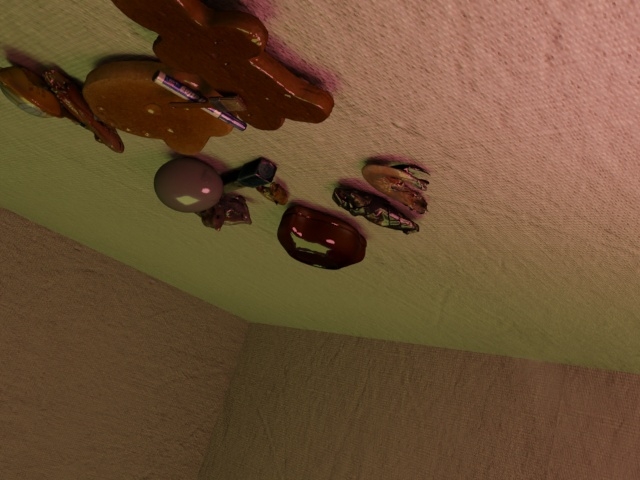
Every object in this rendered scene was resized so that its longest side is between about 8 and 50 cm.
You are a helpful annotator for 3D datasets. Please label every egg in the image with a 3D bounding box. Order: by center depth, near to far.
[{"bbox_3d":[-0.351,-0.146,1.641,0.199,0.146,0.146,14,162,19],"label":"egg"}]

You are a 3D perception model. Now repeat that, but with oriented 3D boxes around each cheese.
[{"bbox_3d":[-0.653,-0.333,1.453,0.177,0.069,0.270,45,-173,25],"label":"cheese"}]

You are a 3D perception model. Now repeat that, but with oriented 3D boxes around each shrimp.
[{"bbox_3d":[0.194,-0.119,1.372,0.219,0.046,0.152,31,161,-34],"label":"shrimp"},{"bbox_3d":[-0.553,-0.300,1.456,0.145,0.061,0.267,54,175,43],"label":"shrimp"},{"bbox_3d":[-0.134,-0.137,1.660,0.095,0.045,0.162,36,171,11],"label":"shrimp"}]

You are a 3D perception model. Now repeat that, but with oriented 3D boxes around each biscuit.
[{"bbox_3d":[-0.167,-0.329,1.047,0.283,0.064,0.432,5,159,48],"label":"biscuit"},{"bbox_3d":[-0.334,-0.285,1.335,0.344,0.057,0.287,3,155,25],"label":"biscuit"}]

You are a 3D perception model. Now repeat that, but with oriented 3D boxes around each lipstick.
[{"bbox_3d":[-0.217,-0.162,1.633,0.051,0.051,0.312,26,163,-29],"label":"lipstick"}]

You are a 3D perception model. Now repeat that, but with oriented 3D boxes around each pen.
[{"bbox_3d":[-0.232,-0.270,1.203,0.204,0.025,0.025,27,160,-31],"label":"pen"}]

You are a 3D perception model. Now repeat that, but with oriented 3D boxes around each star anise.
[{"bbox_3d":[-0.327,-0.108,1.796,0.258,0.110,0.198,29,-169,18],"label":"star anise"}]

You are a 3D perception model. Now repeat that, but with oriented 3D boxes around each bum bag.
[{"bbox_3d":[0.143,-0.073,1.518,0.248,0.069,0.102,21,161,-16],"label":"bum bag"}]

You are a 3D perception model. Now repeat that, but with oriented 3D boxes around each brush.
[{"bbox_3d":[-0.220,-0.259,1.172,0.170,0.014,0.043,5,159,25],"label":"brush"}]

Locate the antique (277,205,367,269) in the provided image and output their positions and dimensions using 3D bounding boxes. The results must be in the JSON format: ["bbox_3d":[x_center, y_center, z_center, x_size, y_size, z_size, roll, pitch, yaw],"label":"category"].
[{"bbox_3d":[0.000,0.000,1.777,0.278,0.129,0.224,28,158,-36],"label":"antique"}]
